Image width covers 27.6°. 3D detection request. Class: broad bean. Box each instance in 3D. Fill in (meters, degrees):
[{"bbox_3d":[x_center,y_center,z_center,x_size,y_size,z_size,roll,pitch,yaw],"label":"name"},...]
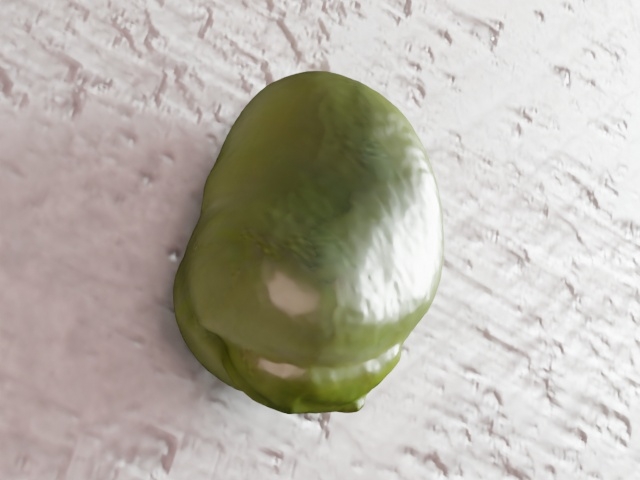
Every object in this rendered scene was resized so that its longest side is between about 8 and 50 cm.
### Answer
[{"bbox_3d":[0.000,0.000,0.602,0.124,0.082,0.174,38,56,-12],"label":"broad bean"}]
